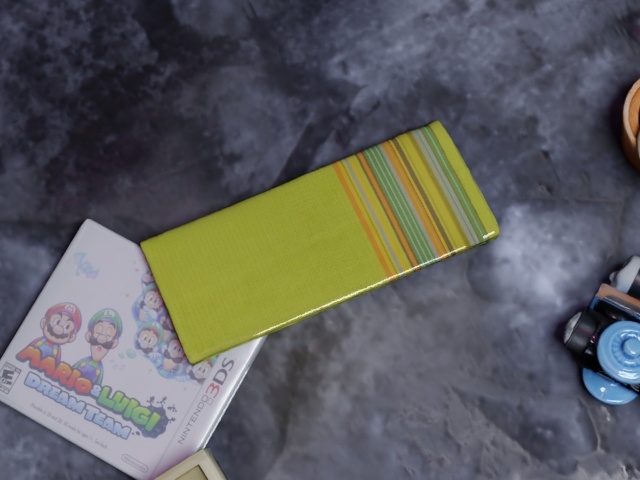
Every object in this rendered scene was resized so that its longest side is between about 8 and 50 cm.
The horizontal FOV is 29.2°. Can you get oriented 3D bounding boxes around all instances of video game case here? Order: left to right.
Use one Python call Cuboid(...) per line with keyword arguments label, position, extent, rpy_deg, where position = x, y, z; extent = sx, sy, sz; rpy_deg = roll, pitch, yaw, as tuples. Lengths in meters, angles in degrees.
Cuboid(label="video game case", position=(-0.135, 0.081, 0.866), extent=(0.157, 0.019, 0.143), rpy_deg=(28, 80, 9))

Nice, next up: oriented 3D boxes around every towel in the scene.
Cuboid(label="towel", position=(0.000, 0.000, 0.868), extent=(0.237, 0.021, 0.102), rpy_deg=(-23, 68, -6))

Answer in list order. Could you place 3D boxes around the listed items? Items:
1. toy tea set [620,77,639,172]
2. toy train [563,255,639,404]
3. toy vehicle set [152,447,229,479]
Cuboid(label="toy tea set", position=(0.357, -0.145, 0.835), extent=(0.200, 0.124, 0.336), rpy_deg=(40, 82, 12))
Cuboid(label="toy train", position=(0.257, 0.079, 0.815), extent=(0.184, 0.080, 0.105), rpy_deg=(27, 70, 12))
Cuboid(label="toy vehicle set", position=(-0.076, 0.292, 0.792), extent=(0.166, 0.035, 0.267), rpy_deg=(-31, 80, -4))
